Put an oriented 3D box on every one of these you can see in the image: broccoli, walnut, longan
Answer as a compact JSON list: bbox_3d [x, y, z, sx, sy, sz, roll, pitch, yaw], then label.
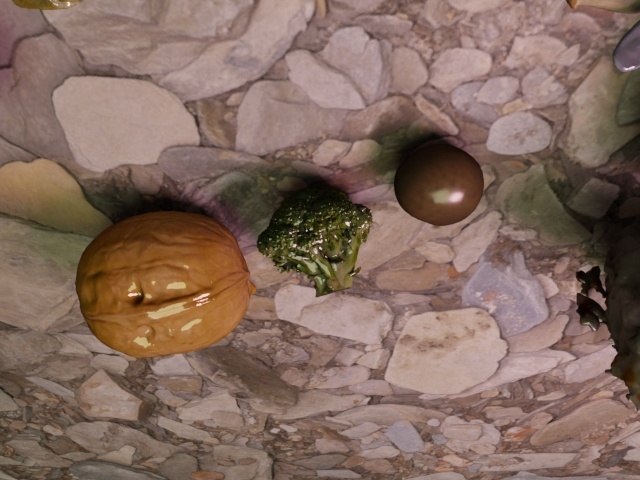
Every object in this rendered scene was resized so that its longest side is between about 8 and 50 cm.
[{"bbox_3d":[0.000,0.000,0.642,0.146,0.137,0.162,-17,171,10],"label":"broccoli"},{"bbox_3d":[-0.205,0.059,0.668,0.226,0.193,0.193,0,134,5],"label":"walnut"},{"bbox_3d":[0.137,-0.062,0.592,0.113,0.092,0.113,-4,158,-2],"label":"longan"}]

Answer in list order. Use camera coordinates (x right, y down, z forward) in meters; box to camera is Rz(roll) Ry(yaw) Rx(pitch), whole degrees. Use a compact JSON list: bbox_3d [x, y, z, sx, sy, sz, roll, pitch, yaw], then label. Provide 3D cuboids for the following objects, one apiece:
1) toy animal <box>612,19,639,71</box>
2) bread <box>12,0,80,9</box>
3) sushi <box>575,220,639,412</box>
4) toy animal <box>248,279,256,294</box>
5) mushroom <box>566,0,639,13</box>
[{"bbox_3d":[0.299,-0.249,0.359,0.255,0.176,0.239,0,125,19],"label":"toy animal"},{"bbox_3d":[-0.238,-0.269,0.431,0.117,0.064,0.156,36,125,-26],"label":"bread"},{"bbox_3d":[0.480,0.101,0.521,0.418,0.417,0.175,7,117,-3],"label":"sushi"},{"bbox_3d":[-0.152,0.080,0.782,0.083,0.060,0.081,-26,164,26],"label":"toy animal"},{"bbox_3d":[0.314,-0.234,0.447,0.202,0.054,0.059,1,140,-5],"label":"mushroom"}]
